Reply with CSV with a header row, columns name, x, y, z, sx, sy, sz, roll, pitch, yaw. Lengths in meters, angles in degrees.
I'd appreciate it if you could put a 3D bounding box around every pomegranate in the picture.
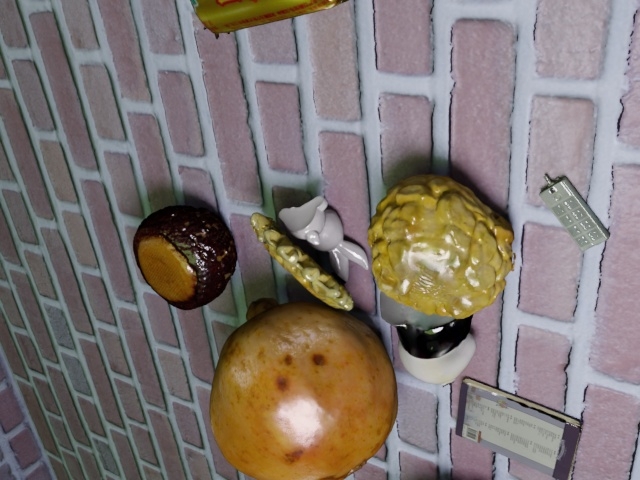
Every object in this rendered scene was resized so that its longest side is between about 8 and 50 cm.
name,x,y,z,sx,sy,sz,roll,pitch,yaw
pomegranate,-0.044,0.277,1.313,0.410,0.410,0.410,18,127,26

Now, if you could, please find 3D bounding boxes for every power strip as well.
name,x,y,z,sx,sy,sz,roll,pitch,yaw
power strip,0.384,-0.044,1.012,0.136,0.019,0.051,52,136,-3

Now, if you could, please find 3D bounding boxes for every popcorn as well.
name,x,y,z,sx,sy,sz,roll,pitch,yaw
popcorn,0.190,0.018,1.084,0.250,0.190,0.250,6,110,18

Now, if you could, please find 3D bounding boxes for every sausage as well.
name,x,y,z,sx,sy,sz,roll,pitch,yaw
sausage,-0.065,-0.402,1.042,0.318,0.117,0.125,3,118,36

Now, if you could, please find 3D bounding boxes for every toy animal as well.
name,x,y,z,sx,sy,sz,roll,pitch,yaw
toy animal,0.201,0.170,1.215,0.166,0.138,0.179,26,141,47
toy animal,0.000,0.000,1.263,0.131,0.127,0.182,-24,147,23

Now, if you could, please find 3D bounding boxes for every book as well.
name,x,y,z,sx,sy,sz,roll,pitch,yaw
book,0.377,0.363,1.277,0.231,0.026,0.157,18,129,27

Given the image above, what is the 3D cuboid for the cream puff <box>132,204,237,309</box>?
name,x,y,z,sx,sy,sz,roll,pitch,yaw
cream puff,-0.290,0.029,1.452,0.239,0.165,0.239,19,127,27

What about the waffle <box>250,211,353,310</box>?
name,x,y,z,sx,sy,sz,roll,pitch,yaw
waffle,-0.035,0.048,1.253,0.250,0.056,0.261,44,176,9
